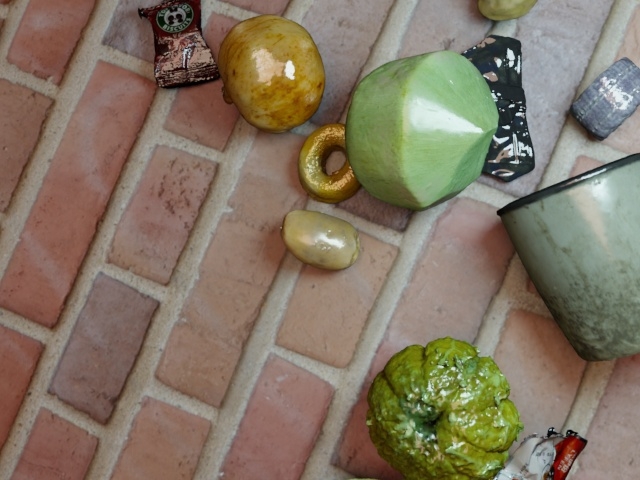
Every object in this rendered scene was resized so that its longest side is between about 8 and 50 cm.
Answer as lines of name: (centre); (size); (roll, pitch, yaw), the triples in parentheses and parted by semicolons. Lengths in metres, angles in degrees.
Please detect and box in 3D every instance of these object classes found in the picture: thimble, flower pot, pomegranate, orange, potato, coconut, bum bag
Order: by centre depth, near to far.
flower pot: (0.524, 0.035, 1.374); (0.293, 0.293, 0.330); (-22, 84, 8)
orange: (0.229, 0.345, 1.433); (0.300, 0.223, 0.301); (-18, 82, 14)
coconut: (0.203, -0.213, 1.448); (0.328, 0.281, 0.328); (-28, 39, 25)
thimble: (0.575, -0.278, 1.467); (0.150, 0.150, 0.098); (-43, 80, 4)
bum bag: (0.364, -0.273, 1.545); (0.137, 0.074, 0.310); (-6, 85, 8)
potato: (0.000, 0.000, 1.570); (0.178, 0.118, 0.109); (18, 123, -1)
pomegranate: (-0.107, -0.350, 1.571); (0.248, 0.248, 0.248); (-1, 84, 11)

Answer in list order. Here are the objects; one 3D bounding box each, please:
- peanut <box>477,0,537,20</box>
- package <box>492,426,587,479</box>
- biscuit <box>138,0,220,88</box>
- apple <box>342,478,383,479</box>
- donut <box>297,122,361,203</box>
peanut: (0.405, -0.642, 1.528); (0.192, 0.169, 0.387); (11, 91, 3)
package: (0.403, 0.425, 1.382); (0.194, 0.269, 0.071); (-47, 54, 9)
biscuit: (-0.328, -0.467, 1.706); (0.151, 0.063, 0.235); (-14, 77, -2)
apple: (0.091, 0.592, 1.418); (0.279, 0.279, 0.279); (-1, 84, 11)
donut: (0.026, -0.171, 1.603); (0.162, 0.065, 0.178); (20, 87, 12)
